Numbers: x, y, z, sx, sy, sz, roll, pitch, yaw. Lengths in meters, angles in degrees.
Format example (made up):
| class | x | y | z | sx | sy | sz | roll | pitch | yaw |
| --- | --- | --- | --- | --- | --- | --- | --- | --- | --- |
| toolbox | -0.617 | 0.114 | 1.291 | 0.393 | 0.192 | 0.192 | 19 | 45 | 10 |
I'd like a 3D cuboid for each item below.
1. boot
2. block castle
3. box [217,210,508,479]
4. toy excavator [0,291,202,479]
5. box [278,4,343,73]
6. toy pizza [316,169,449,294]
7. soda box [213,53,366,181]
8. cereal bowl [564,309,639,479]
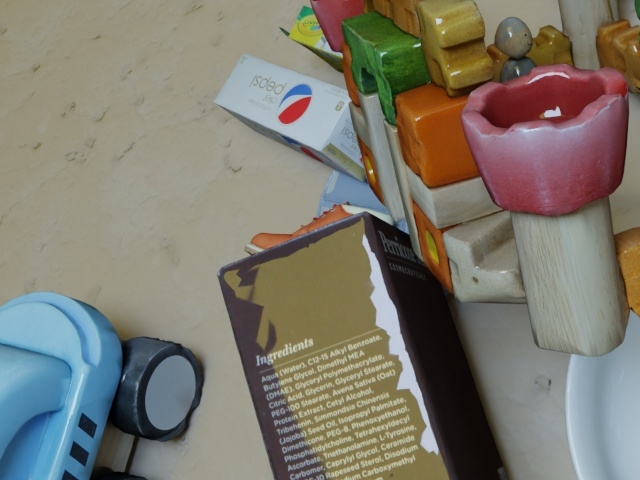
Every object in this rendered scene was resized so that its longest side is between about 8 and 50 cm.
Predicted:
| class | x | y | z | sx | sy | sz | roll | pitch | yaw |
| --- | --- | --- | --- | --- | --- | --- | --- | --- | --- |
| boot | 0.000 | 0.000 | 0.927 | 0.157 | 0.059 | 0.085 | 8 | 76 | 25 |
| block castle | 0.176 | -0.142 | 0.664 | 0.303 | 0.213 | 0.453 | -19 | 28 | -5 |
| box | 0.063 | 0.186 | 0.721 | 0.143 | 0.191 | 0.381 | -23 | 76 | 16 |
| toy excavator | -0.369 | 0.234 | 0.855 | 0.222 | 0.445 | 0.433 | 7 | 76 | 33 |
| box | 0.047 | -0.195 | 0.976 | 0.179 | 0.105 | 0.043 | 26 | 92 | 35 |
| toy pizza | 0.086 | -0.025 | 0.933 | 0.201 | 0.032 | 0.201 | -10 | 69 | 29 |
| soda box | -0.022 | -0.135 | 0.988 | 0.216 | 0.074 | 0.069 | 29 | 88 | 49 |
| cereal bowl | 0.355 | 0.121 | 0.650 | 0.339 | 0.141 | 0.339 | -11 | 67 | 27 |
